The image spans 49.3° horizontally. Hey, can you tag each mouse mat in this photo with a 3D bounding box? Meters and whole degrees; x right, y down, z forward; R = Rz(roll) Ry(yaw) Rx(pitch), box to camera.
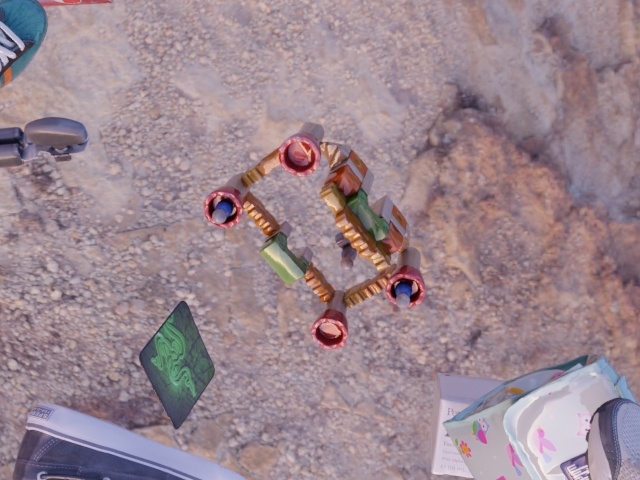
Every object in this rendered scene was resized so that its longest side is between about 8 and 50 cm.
[{"bbox_3d":[-0.250,0.222,1.241,0.152,0.007,0.189,-58,141,-46],"label":"mouse mat"}]

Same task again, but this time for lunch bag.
[{"bbox_3d":[0.304,0.266,0.841,0.160,0.262,0.223,-23,78,-29],"label":"lunch bag"}]

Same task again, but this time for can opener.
[{"bbox_3d":[-0.542,-0.174,1.206,0.280,0.093,0.074,-9,56,-5],"label":"can opener"}]

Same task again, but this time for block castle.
[{"bbox_3d":[0.000,0.000,1.503,0.453,0.303,0.213,51,25,-16],"label":"block castle"}]

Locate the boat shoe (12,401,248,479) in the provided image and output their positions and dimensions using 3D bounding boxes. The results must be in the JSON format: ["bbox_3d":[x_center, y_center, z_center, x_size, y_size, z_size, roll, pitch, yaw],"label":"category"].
[{"bbox_3d":[-0.150,0.210,0.589,0.228,0.080,0.076,37,58,-35],"label":"boat shoe"}]

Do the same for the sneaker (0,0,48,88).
[{"bbox_3d":[-0.524,-0.252,1.046,0.302,0.121,0.108,-48,122,-8],"label":"sneaker"}]

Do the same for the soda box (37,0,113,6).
[{"bbox_3d":[-0.534,-0.510,1.357,0.092,0.263,0.083,-2,96,-71],"label":"soda box"}]

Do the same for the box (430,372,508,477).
[{"bbox_3d":[0.268,0.292,1.096,0.182,0.181,0.119,-13,109,-81],"label":"box"}]

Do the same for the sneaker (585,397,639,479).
[{"bbox_3d":[0.353,0.262,0.624,0.110,0.122,0.283,-1,52,-30],"label":"sneaker"}]
